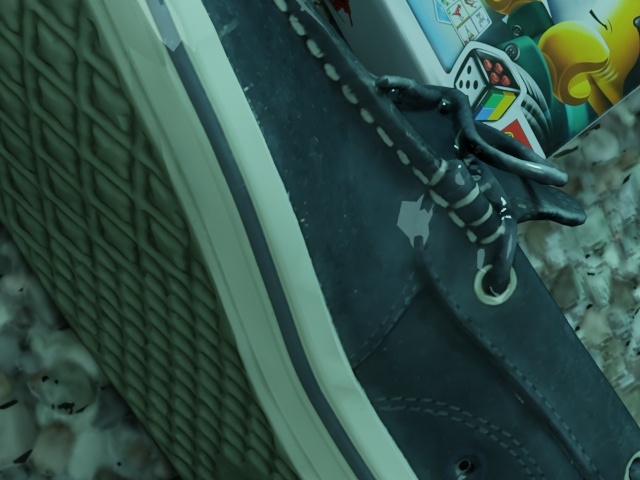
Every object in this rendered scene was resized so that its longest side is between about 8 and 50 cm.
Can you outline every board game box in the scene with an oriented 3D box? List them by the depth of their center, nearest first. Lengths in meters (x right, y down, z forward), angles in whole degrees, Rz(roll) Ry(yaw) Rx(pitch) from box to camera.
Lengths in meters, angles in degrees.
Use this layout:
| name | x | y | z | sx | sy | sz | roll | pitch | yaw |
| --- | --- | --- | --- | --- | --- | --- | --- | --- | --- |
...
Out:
| name | x | y | z | sx | sy | sz | roll | pitch | yaw |
| --- | --- | --- | --- | --- | --- | --- | --- | --- | --- |
| board game box | 0.058 | -0.193 | 0.781 | 0.193 | 0.053 | 0.305 | -38 | 109 | -22 |

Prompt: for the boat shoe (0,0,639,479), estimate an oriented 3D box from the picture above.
| name | x | y | z | sx | sy | sz | roll | pitch | yaw |
| --- | --- | --- | --- | --- | --- | --- | --- | --- | --- |
| boat shoe | 0.000 | 0.000 | 0.691 | 0.156 | 0.187 | 0.500 | -42 | 117 | -22 |
